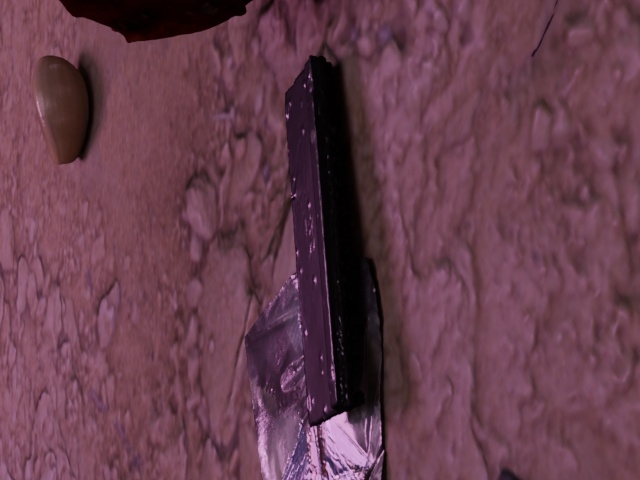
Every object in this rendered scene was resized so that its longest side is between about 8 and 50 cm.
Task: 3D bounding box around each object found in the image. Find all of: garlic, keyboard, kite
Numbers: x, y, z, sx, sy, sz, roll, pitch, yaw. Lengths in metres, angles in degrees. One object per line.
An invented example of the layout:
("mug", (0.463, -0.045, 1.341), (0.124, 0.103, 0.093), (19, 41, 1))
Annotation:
("garlic", (-0.197, -0.099, 1.331), (0.053, 0.041, 0.083), (-173, 77, -68))
("keyboard", (0.000, 0.000, 0.953), (0.060, 0.018, 0.196), (141, 128, -64))
("kite", (0.006, 0.160, 0.947), (0.169, 0.015, 0.310), (-41, 53, 55))

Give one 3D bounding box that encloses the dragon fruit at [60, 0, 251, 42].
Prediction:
("dragon fruit", (-0.013, -0.285, 0.925), (0.286, 0.228, 0.329), (-7, 59, 32))
